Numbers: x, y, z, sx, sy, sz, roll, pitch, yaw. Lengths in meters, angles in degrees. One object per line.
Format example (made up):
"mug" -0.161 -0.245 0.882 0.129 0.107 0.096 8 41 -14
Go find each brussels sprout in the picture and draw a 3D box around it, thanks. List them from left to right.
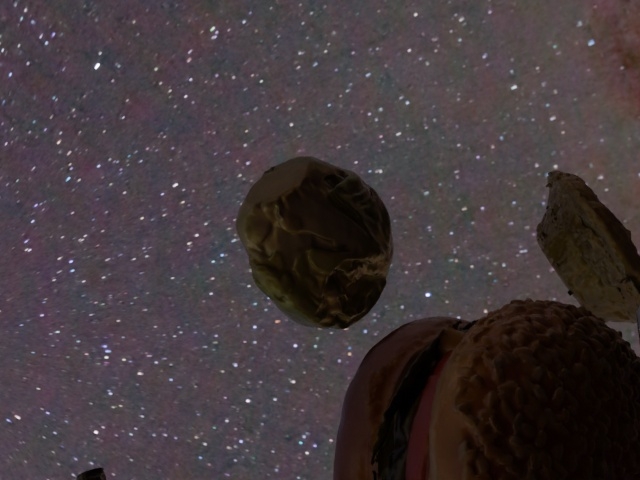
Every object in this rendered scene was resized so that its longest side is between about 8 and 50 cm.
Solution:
"brussels sprout" 0.000 0.000 1.208 0.344 0.268 0.344 60 -168 -23

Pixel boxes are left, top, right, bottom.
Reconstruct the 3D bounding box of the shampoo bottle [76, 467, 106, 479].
"shampoo bottle" -0.236 0.335 0.708 0.165 0.040 0.080 67 -172 24

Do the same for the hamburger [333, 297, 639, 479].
"hamburger" 0.189 0.223 0.635 0.329 0.250 0.330 7 -101 -38

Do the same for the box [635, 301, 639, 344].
"box" 0.369 0.089 0.486 0.291 0.220 0.166 -67 -16 -53

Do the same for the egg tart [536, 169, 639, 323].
"egg tart" 0.468 0.031 1.099 0.341 0.132 0.341 44 -160 -21
